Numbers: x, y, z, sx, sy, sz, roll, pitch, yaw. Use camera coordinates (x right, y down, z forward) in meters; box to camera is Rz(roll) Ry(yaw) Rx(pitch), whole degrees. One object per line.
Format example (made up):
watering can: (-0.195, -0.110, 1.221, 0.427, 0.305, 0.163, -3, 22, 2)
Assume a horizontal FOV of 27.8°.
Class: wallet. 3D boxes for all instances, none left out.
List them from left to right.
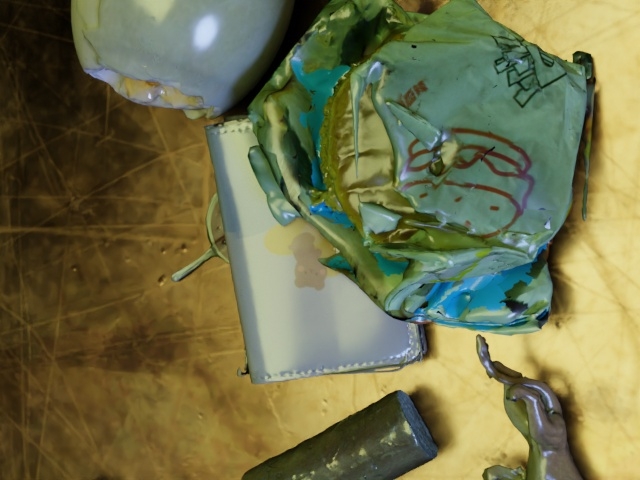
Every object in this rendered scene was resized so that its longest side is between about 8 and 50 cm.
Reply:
wallet: (0.000, 0.000, 1.083, 0.170, 0.069, 0.231, -9, 89, 2)

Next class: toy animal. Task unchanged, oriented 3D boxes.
toy animal: (0.162, 0.170, 0.997, 0.086, 0.069, 0.220, -31, 103, -15)

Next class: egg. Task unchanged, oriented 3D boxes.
egg: (-0.107, -0.219, 1.070, 0.183, 0.183, 0.217, 16, 83, 19)

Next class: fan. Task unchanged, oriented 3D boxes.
fan: (-0.080, -0.002, 1.144, 0.133, 0.005, 0.085, -37, 78, 14)

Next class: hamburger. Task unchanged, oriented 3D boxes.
hamburger: (0.083, -0.073, 0.977, 0.276, 0.150, 0.260, 25, 86, -3)

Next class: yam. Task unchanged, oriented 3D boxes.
yam: (0.015, 0.187, 1.074, 0.169, 0.068, 0.068, -31, 79, 20)
